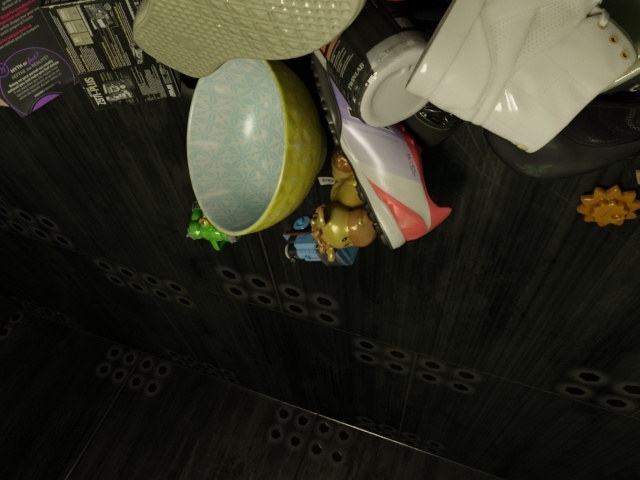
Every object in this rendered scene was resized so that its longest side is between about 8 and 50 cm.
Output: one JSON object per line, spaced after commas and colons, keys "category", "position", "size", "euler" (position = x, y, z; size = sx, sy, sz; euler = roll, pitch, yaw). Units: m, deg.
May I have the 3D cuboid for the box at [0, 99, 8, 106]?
{"category": "box", "position": [-0.643, -0.405, 0.841], "size": [0.148, 0.121, 0.311], "euler": [11, 145, 20]}

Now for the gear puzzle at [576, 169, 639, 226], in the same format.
{"category": "gear puzzle", "position": [0.535, -0.065, 0.647], "size": [0.339, 0.044, 0.175], "euler": [-7, 136, 38]}

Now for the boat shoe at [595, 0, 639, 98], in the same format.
{"category": "boat shoe", "position": [0.351, -0.214, 0.493], "size": [0.113, 0.127, 0.340], "euler": [14, 156, -33]}

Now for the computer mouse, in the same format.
{"category": "computer mouse", "position": [0.323, -0.111, 0.542], "size": [0.273, 0.072, 0.188], "euler": [-4, 176, -8]}

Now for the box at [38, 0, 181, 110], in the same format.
{"category": "box", "position": [-0.320, -0.311, 0.756], "size": [0.148, 0.077, 0.180], "euler": [-11, 143, -2]}

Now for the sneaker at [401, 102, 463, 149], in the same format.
{"category": "sneaker", "position": [0.162, -0.203, 0.615], "size": [0.107, 0.124, 0.283], "euler": [23, 147, 2]}

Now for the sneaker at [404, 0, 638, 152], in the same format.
{"category": "sneaker", "position": [0.223, -0.227, 0.435], "size": [0.169, 0.292, 0.108], "euler": [30, -171, -1]}

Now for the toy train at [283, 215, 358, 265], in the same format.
{"category": "toy train", "position": [0.000, 0.000, 1.020], "size": [0.184, 0.105, 0.080], "euler": [-3, 138, 35]}

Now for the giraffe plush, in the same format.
{"category": "giraffe plush", "position": [0.054, -0.059, 0.843], "size": [0.210, 0.170, 0.181], "euler": [-10, 134, 41]}

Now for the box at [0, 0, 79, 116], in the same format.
{"category": "box", "position": [-0.510, -0.361, 0.739], "size": [0.143, 0.165, 0.270], "euler": [33, 156, 31]}

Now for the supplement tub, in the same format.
{"category": "supplement tub", "position": [0.053, -0.239, 0.568], "size": [0.117, 0.190, 0.117], "euler": [-22, 155, -11]}

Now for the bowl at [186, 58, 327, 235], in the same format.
{"category": "bowl", "position": [-0.084, -0.156, 0.780], "size": [0.156, 0.289, 0.290], "euler": [-7, 170, -41]}

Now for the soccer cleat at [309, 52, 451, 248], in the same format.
{"category": "soccer cleat", "position": [0.084, -0.149, 0.717], "size": [0.117, 0.108, 0.318], "euler": [-25, 93, 3]}

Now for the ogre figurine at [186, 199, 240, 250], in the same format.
{"category": "ogre figurine", "position": [-0.223, -0.047, 1.083], "size": [0.197, 0.118, 0.096], "euler": [16, 146, 11]}

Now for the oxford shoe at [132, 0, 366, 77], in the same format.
{"category": "oxford shoe", "position": [-0.104, -0.289, 0.545], "size": [0.169, 0.130, 0.449], "euler": [28, 175, -35]}
